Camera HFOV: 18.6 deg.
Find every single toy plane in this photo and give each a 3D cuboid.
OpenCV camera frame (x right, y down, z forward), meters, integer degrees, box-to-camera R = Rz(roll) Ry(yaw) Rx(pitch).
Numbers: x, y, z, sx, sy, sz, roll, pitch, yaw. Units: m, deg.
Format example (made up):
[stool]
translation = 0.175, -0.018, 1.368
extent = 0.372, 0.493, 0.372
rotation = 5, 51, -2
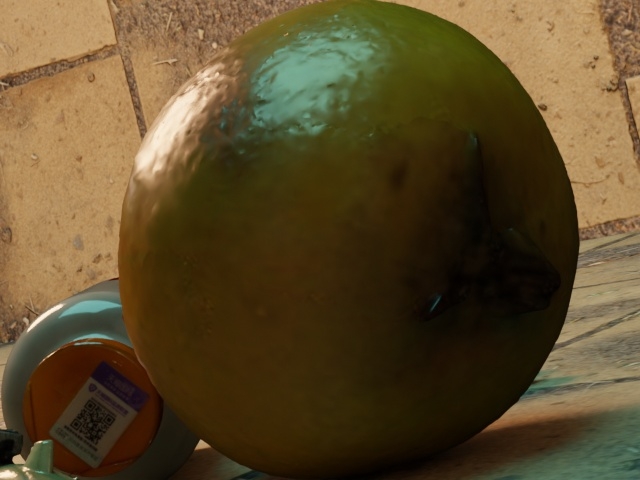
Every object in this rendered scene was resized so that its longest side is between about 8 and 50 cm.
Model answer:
[toy plane]
translation = -0.198, 0.171, 1.292
extent = 0.108, 0.092, 0.286
rotation = 10, -7, -24

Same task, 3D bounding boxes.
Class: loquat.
[loquat]
translation = 0.000, 0.000, 1.345
extent = 0.328, 0.328, 0.359
rotation = -14, 19, -42

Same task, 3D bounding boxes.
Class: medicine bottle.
[medicine bottle]
translation = -0.159, 0.113, 1.518
extent = 0.157, 0.157, 0.288
rotation = -12, 2, 1
